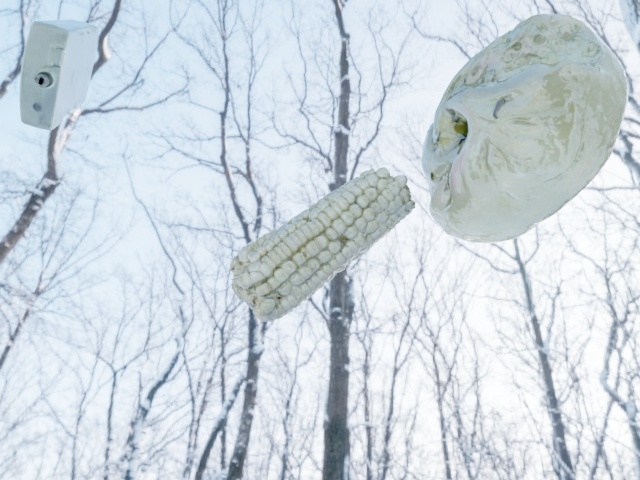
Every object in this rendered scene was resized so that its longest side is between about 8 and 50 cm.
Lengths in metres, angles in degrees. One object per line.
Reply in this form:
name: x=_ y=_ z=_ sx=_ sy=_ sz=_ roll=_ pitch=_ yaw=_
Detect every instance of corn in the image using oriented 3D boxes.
corn: x=0.000 y=0.000 z=0.601 sx=0.211 sy=0.087 sz=0.087 roll=-36 pitch=-41 yaw=-8

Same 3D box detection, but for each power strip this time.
power strip: x=-0.227 y=-0.151 z=0.498 sx=0.029 sy=0.227 sz=0.079 roll=12 pitch=-73 yaw=-19

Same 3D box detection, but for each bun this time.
bun: x=0.179 y=-0.112 z=0.556 sx=0.116 sy=0.237 sz=0.210 roll=19 pitch=4 yaw=-22
